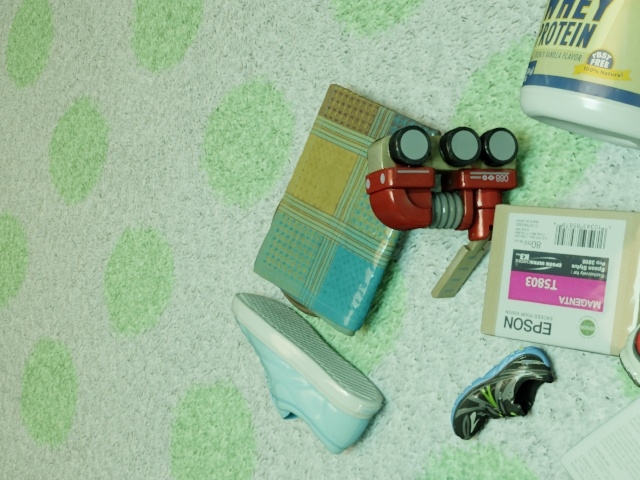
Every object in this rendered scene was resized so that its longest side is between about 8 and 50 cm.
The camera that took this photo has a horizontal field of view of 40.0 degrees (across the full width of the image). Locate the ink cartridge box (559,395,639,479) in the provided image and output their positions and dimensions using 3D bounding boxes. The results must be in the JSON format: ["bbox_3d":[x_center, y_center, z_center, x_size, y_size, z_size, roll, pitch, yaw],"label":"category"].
[{"bbox_3d":[0.515,0.271,1.003,0.385,0.091,0.308,-47,63,28],"label":"ink cartridge box"}]

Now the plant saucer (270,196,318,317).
[{"bbox_3d":[0.000,0.000,1.581,0.277,0.041,0.278,-6,81,42],"label":"plant saucer"}]

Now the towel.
[{"bbox_3d":[0.039,-0.057,1.501,0.271,0.040,0.370,33,104,40],"label":"towel"}]

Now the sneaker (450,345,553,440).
[{"bbox_3d":[0.262,0.234,1.284,0.188,0.067,0.078,-47,49,24],"label":"sneaker"}]

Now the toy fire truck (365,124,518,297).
[{"bbox_3d":[0.177,-0.036,1.319,0.158,0.216,0.247,168,100,-71],"label":"toy fire truck"}]

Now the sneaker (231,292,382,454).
[{"bbox_3d":[-0.059,0.230,1.539,0.366,0.135,0.150,40,108,40],"label":"sneaker"}]

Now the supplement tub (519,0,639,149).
[{"bbox_3d":[0.403,-0.287,1.119,0.228,0.228,0.317,22,99,42],"label":"supplement tub"}]

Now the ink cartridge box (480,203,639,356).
[{"bbox_3d":[0.349,0.053,1.216,0.234,0.088,0.193,5,86,42],"label":"ink cartridge box"}]

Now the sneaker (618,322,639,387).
[{"bbox_3d":[0.452,0.176,0.934,0.279,0.107,0.118,43,107,27],"label":"sneaker"}]
